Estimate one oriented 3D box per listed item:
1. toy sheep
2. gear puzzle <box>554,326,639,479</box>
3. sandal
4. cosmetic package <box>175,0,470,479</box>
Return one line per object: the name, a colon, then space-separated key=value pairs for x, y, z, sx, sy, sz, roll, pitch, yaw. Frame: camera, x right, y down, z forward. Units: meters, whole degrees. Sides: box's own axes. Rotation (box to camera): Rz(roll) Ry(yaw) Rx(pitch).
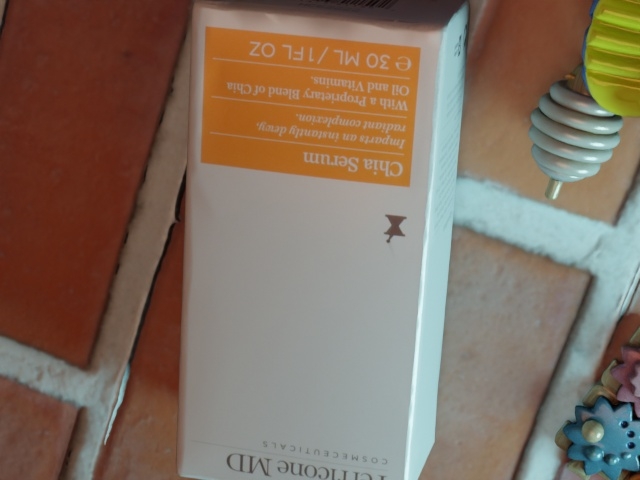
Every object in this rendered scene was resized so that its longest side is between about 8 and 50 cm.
toy sheep: x=0.228 y=-0.098 z=1.452 sx=0.091 sy=0.091 sz=0.132 roll=14 pitch=109 yaw=9
gear puzzle: x=0.397 y=0.238 z=1.537 sx=0.339 sy=0.044 sz=0.175 roll=35 pitch=111 yaw=1
sandal: x=0.309 y=-0.254 z=1.358 sx=0.126 sy=0.138 sz=0.317 roll=21 pitch=108 yaw=-4
cosmetic package: x=0.000 y=0.000 z=1.497 sx=0.230 sy=0.161 sz=0.453 roll=6 pitch=108 yaw=11
